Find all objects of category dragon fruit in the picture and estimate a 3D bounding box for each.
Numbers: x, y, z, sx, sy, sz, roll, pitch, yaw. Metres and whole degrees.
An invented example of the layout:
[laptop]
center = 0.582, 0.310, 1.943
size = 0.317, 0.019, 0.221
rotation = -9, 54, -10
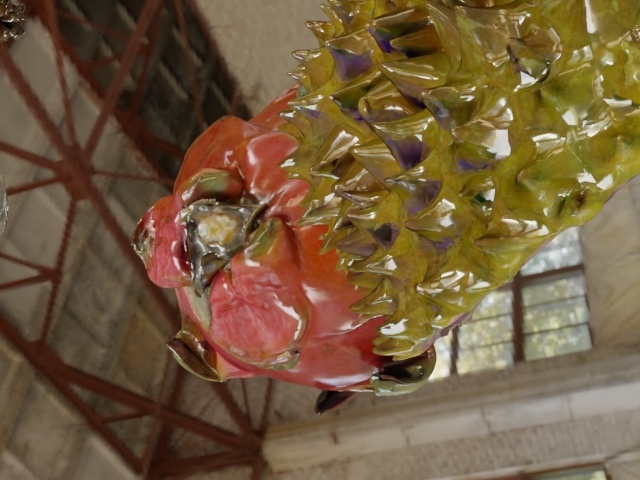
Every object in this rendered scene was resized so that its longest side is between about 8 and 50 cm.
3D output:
[dragon fruit]
center = 0.004, 0.000, 0.710
size = 0.227, 0.224, 0.224
rotation = -45, -59, -48

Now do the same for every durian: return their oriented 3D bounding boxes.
[durian]
center = 0.069, -0.046, 0.410
size = 0.154, 0.260, 0.186
rotation = 27, -153, -12

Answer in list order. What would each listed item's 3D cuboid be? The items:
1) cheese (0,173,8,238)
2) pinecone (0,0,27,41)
[cheese]
center = -0.386, -0.021, 0.966
size = 0.189, 0.198, 0.154
rotation = -36, -84, -26
[pinecone]
center = -0.526, -0.336, 1.579
size = 0.179, 0.195, 0.150
rotation = -96, 16, -63
